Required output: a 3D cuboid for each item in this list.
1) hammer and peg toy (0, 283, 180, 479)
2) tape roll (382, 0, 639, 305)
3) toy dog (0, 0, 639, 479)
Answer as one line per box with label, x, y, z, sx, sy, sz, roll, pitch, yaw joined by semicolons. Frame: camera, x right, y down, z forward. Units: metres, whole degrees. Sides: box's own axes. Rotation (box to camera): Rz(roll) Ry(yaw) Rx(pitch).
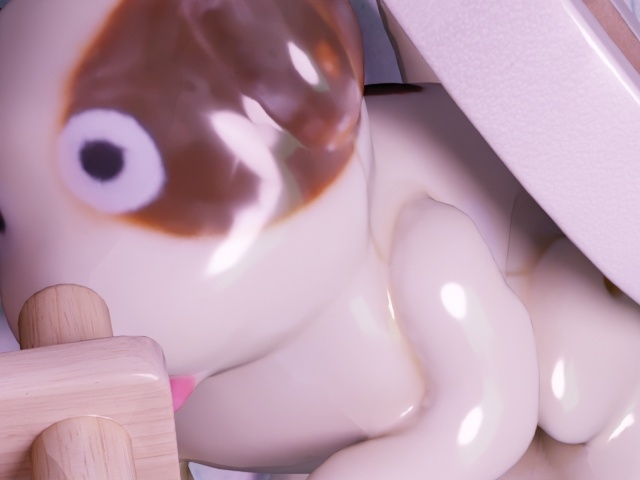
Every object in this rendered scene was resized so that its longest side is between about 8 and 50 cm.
hammer and peg toy;-0.229;0.159;0.595;0.361;0.127;0.266;-9;132;-8
tape roll;0.120;-0.126;0.848;0.072;0.392;0.392;-37;145;18
toy dog;0.000;0.000;0.780;0.408;0.284;0.396;29;69;-51
